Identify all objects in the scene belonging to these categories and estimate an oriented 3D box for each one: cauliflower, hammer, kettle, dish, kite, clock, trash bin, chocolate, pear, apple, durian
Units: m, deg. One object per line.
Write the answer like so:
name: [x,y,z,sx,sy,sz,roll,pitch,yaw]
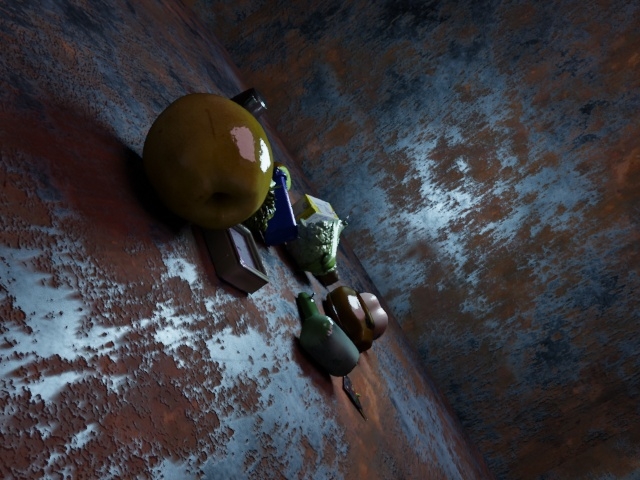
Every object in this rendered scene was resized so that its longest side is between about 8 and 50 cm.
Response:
cauliflower: [0.000,0.000,1.920,0.315,0.238,0.257,-44,108,-36]
hammer: [-0.004,0.258,1.541,0.206,0.118,0.336,53,4,-33]
kettle: [-0.328,-0.530,2.089,0.144,0.232,0.202,58,9,5]
dish: [0.174,0.334,2.098,0.090,0.213,0.214,-17,71,-46]
kite: [0.103,0.484,1.594,0.159,0.010,0.190,48,14,-51]
clock: [-0.219,0.030,1.272,0.147,0.071,0.192,43,17,-55]
trash bin: [-0.166,-0.115,1.700,0.184,0.162,0.235,95,-23,-65]
chocolate: [0.009,0.085,2.173,0.148,0.093,0.214,54,12,-41]
pear: [-0.255,-0.181,1.152,0.314,0.314,0.314,54,10,-14]
apple: [-0.194,-0.241,2.029,0.146,0.163,0.147,-33,104,-39]
durian: [-0.203,-0.120,1.458,0.157,0.170,0.355,27,5,-12]

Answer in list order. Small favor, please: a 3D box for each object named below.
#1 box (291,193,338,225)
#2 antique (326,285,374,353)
box: [-0.047,-0.100,2.209,0.097,0.168,0.265,56,18,18]
antique: [0.122,0.299,1.942,0.223,0.128,0.278,50,13,-46]
